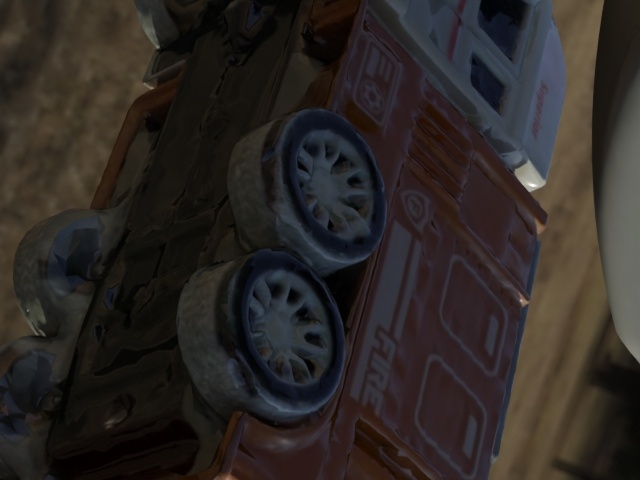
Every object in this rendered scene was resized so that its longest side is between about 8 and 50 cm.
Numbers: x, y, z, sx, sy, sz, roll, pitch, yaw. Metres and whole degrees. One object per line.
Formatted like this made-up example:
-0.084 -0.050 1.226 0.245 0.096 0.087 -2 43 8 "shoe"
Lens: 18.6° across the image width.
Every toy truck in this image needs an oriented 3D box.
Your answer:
0.000 0.000 0.894 0.173 0.207 0.387 -20 -140 39 "toy truck"

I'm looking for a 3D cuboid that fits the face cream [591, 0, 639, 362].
0.220 -0.103 0.464 0.312 0.219 0.357 -34 -169 48 "face cream"
